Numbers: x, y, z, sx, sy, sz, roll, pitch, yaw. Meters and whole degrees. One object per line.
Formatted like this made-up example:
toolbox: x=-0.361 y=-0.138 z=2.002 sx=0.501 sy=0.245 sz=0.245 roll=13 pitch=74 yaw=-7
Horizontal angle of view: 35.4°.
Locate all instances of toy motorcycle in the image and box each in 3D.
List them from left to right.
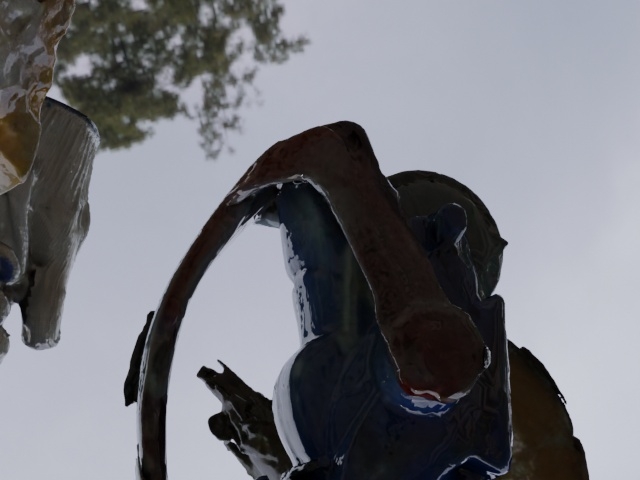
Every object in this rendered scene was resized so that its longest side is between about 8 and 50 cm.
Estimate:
toy motorcycle: x=0.008 y=0.099 z=0.641 sx=0.241 sy=0.182 sz=0.319 roll=-7 pitch=-112 yaw=12

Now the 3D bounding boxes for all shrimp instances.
shrimp: x=0.055 y=0.189 z=0.986 sx=0.445 sy=0.085 sz=0.272 roll=22 pitch=-93 yaw=33

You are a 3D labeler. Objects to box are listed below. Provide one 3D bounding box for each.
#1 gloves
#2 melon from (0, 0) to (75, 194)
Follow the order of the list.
gloves: x=-0.230 y=-0.004 z=0.758 sx=0.097 sy=0.119 sz=0.229 roll=-21 pitch=-130 yaw=38
melon: x=-0.142 y=-0.105 z=0.364 sx=0.093 sy=0.139 sz=0.202 roll=20 pitch=-90 yaw=33
